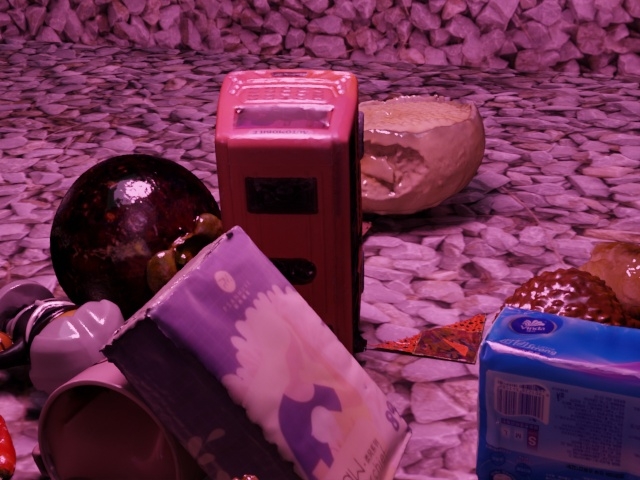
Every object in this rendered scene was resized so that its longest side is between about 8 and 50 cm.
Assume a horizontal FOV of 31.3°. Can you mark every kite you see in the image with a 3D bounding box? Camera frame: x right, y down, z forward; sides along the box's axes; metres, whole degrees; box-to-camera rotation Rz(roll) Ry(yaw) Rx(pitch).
[{"bbox_3d":[0.192,0.155,1.698,0.222,0.008,0.125,-13,26,-25],"label":"kite"}]

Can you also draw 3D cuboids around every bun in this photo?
[{"bbox_3d":[0.136,-0.150,2.169,0.364,0.202,0.364,-6,18,2],"label":"bun"}]

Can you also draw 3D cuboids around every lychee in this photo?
[{"bbox_3d":[0.332,0.128,1.530,0.238,0.200,0.200,-19,27,-12],"label":"lychee"}]

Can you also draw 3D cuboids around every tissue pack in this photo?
[{"bbox_3d":[0.324,0.201,1.343,0.263,0.198,0.146,8,26,22],"label":"tissue pack"},{"bbox_3d":[-0.058,0.175,1.282,0.125,0.343,0.242,-38,7,29],"label":"tissue pack"}]

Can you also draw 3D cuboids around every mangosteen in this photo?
[{"bbox_3d":[-0.268,0.007,1.749,0.288,0.288,0.288,-1,23,1],"label":"mangosteen"}]

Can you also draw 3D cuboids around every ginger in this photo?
[{"bbox_3d":[0.510,0.072,1.746,0.116,0.109,0.263,0,20,-32],"label":"ginger"}]

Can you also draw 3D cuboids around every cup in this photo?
[{"bbox_3d":[-0.225,0.221,1.381,0.253,0.191,0.200,-20,10,29],"label":"cup"}]

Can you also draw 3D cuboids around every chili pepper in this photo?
[{"bbox_3d":[-0.415,0.259,1.471,0.045,0.027,0.178,-7,22,-11],"label":"chili pepper"}]

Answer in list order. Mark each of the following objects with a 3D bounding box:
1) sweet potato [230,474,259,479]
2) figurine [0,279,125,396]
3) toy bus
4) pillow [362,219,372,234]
[{"bbox_3d":[-0.106,0.358,0.941,0.131,0.131,0.336,9,59,23],"label":"sweet potato"},{"bbox_3d":[-0.375,0.144,1.609,0.236,0.133,0.176,17,38,41],"label":"figurine"},{"bbox_3d":[-0.037,-0.011,1.593,0.203,0.427,0.233,1,35,4],"label":"toy bus"},{"bbox_3d":[0.000,0.000,2.023,0.135,0.049,0.248,7,21,17],"label":"pillow"}]
